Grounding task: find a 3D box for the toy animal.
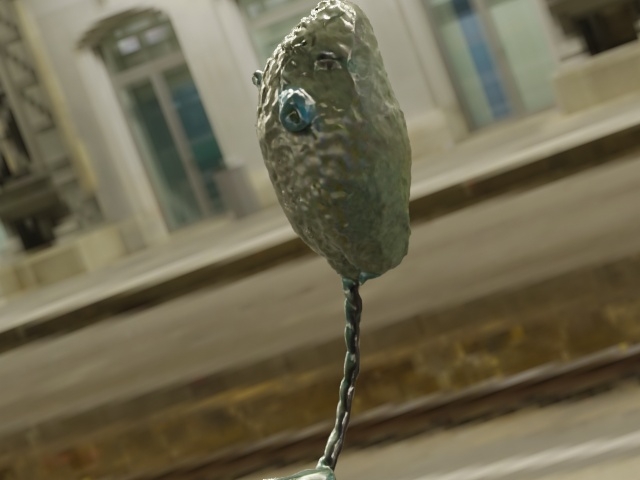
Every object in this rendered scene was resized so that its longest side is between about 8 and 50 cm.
[{"bbox_3d":[0.005,0.005,0.939,0.079,0.252,0.070,3,-8,-12],"label":"toy animal"}]
